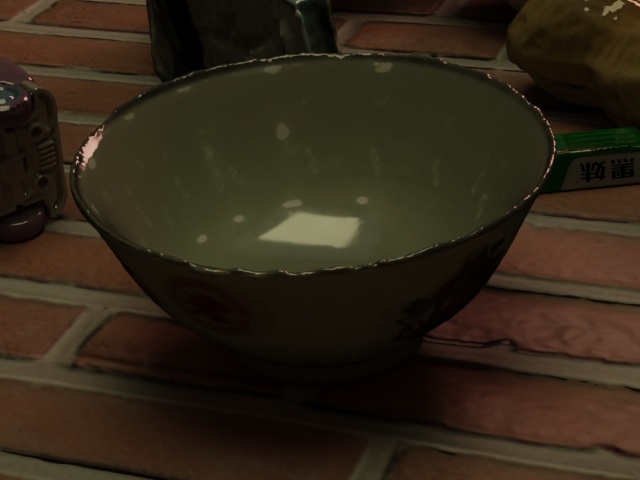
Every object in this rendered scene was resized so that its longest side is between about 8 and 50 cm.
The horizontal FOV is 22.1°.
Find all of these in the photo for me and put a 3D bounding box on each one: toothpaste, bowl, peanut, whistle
[{"bbox_3d":[0.184,-0.064,1.384,0.178,0.037,0.043,-5,25,-1],"label":"toothpaste"},{"bbox_3d":[0.000,0.000,1.168,0.337,0.157,0.337,-4,29,2],"label":"bowl"},{"bbox_3d":[0.282,-0.158,1.453,0.130,0.130,0.290,-22,30,-29],"label":"peanut"},{"bbox_3d":[-0.084,-0.231,1.597,0.188,0.168,0.405,-5,28,-2],"label":"whistle"}]

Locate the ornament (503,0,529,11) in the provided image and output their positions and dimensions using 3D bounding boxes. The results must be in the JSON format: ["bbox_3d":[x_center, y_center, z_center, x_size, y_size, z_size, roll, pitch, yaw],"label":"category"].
[{"bbox_3d":[0.244,-0.351,1.681,0.259,0.259,0.225,11,32,27],"label":"ornament"}]

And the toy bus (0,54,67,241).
[{"bbox_3d":[-0.326,-0.060,1.356,0.202,0.142,0.142,-26,40,-36],"label":"toy bus"}]
